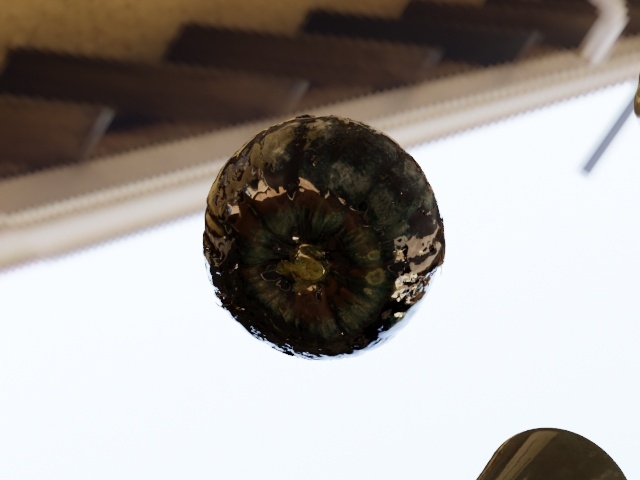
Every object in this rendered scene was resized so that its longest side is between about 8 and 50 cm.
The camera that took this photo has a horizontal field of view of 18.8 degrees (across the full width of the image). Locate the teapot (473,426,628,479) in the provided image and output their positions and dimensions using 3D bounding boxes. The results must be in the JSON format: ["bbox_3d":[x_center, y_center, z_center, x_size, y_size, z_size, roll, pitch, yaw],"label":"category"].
[{"bbox_3d":[0.171,0.275,1.811,0.203,0.171,0.225,9,-166,32],"label":"teapot"}]

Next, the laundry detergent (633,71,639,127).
[{"bbox_3d":[0.413,-0.084,1.195,0.398,0.124,0.264,15,160,-1],"label":"laundry detergent"}]

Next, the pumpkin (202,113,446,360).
[{"bbox_3d":[0.000,0.000,1.780,0.233,0.233,0.163,33,-154,-1],"label":"pumpkin"}]
